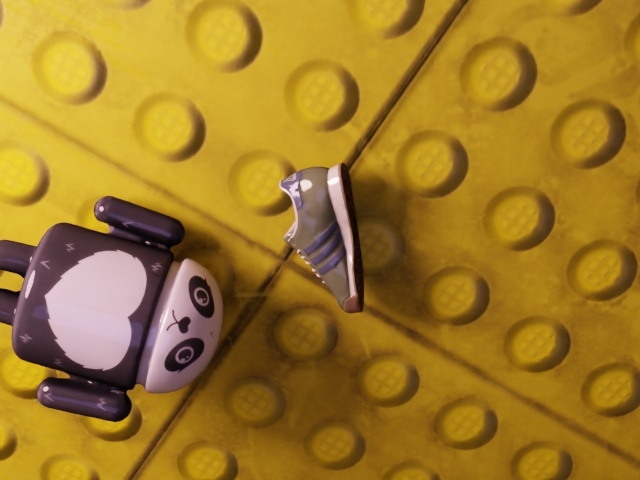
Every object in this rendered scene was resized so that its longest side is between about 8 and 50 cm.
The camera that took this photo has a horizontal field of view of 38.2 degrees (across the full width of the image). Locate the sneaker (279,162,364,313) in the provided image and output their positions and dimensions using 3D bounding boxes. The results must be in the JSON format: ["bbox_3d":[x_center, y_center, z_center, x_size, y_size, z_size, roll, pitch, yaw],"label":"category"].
[{"bbox_3d":[0.000,0.000,1.102,0.086,0.064,0.192,-3,116,12],"label":"sneaker"}]

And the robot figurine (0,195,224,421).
[{"bbox_3d":[-0.252,0.078,1.082,0.278,0.173,0.209,16,123,-6],"label":"robot figurine"}]
